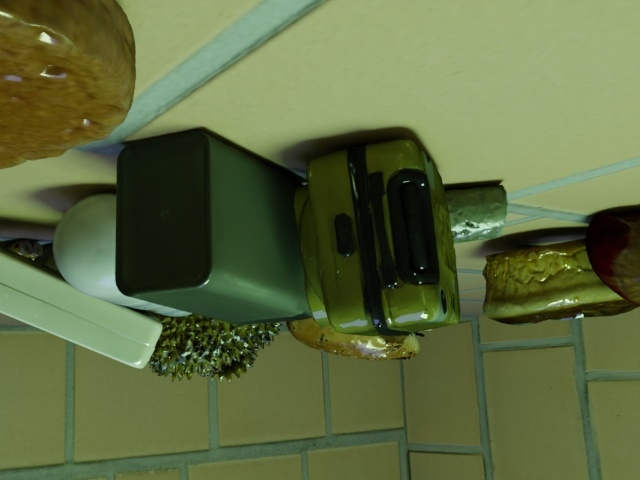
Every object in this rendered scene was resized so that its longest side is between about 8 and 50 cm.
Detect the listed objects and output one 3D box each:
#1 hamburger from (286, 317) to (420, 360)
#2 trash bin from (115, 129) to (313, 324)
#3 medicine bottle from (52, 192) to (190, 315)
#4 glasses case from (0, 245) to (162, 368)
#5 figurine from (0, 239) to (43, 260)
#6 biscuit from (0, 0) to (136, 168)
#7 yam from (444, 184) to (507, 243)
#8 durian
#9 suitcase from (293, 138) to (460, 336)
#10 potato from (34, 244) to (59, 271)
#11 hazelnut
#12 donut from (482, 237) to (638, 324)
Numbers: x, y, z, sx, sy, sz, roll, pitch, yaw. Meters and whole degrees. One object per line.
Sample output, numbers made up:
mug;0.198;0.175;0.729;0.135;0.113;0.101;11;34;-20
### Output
hamburger;0.054;0.089;1.245;0.245;0.211;0.260;8;170;-26
trash bin;-0.101;-0.007;0.795;0.122;0.164;0.240;-8;166;20
medicine bottle;-0.237;0.026;0.996;0.130;0.130;0.341;-4;170;6
glasses case;-0.372;0.075;1.015;0.313;0.070;0.131;28;173;-20
figurine;-0.500;0.035;1.169;0.101;0.068;0.143;0;158;-38
biscuit;-0.334;-0.098;0.454;0.456;0.078;0.350;-6;166;12
yam;0.148;-0.029;0.967;0.179;0.078;0.078;-8;169;8
durian;-0.194;0.137;1.379;0.293;0.258;0.258;-12;170;-7
suitcase;0.064;0.008;0.805;0.143;0.193;0.235;-9;169;16
potato;-0.424;0.068;1.226;0.261;0.120;0.100;-11;161;34
hazelnut;0.514;0.017;1.167;0.202;0.160;0.170;34;154;3
donut;0.450;0.070;1.386;0.330;0.159;0.330;-7;165;-2
